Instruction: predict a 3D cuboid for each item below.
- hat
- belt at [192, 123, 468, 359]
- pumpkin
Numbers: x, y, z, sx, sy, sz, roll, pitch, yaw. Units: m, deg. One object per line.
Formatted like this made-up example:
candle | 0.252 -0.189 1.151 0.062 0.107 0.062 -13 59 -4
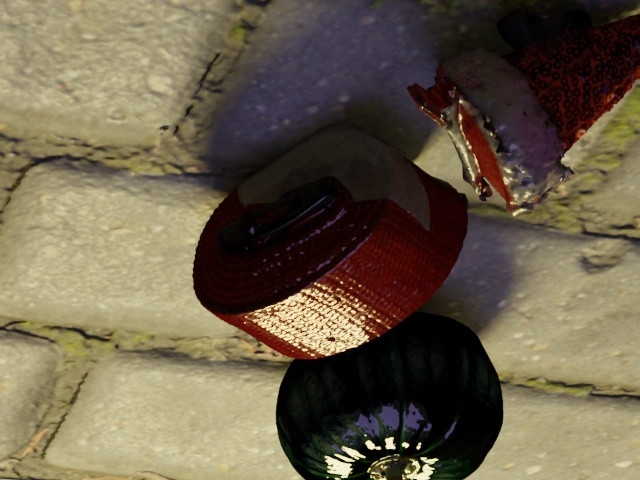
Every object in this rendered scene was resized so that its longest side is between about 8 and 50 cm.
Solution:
hat | 0.180 -0.120 1.340 0.227 0.129 0.140 -31 124 0
belt | 0.000 0.000 1.415 0.201 0.128 0.124 -30 140 26
pumpkin | 0.059 0.148 1.616 0.202 0.140 0.202 -6 140 -5
